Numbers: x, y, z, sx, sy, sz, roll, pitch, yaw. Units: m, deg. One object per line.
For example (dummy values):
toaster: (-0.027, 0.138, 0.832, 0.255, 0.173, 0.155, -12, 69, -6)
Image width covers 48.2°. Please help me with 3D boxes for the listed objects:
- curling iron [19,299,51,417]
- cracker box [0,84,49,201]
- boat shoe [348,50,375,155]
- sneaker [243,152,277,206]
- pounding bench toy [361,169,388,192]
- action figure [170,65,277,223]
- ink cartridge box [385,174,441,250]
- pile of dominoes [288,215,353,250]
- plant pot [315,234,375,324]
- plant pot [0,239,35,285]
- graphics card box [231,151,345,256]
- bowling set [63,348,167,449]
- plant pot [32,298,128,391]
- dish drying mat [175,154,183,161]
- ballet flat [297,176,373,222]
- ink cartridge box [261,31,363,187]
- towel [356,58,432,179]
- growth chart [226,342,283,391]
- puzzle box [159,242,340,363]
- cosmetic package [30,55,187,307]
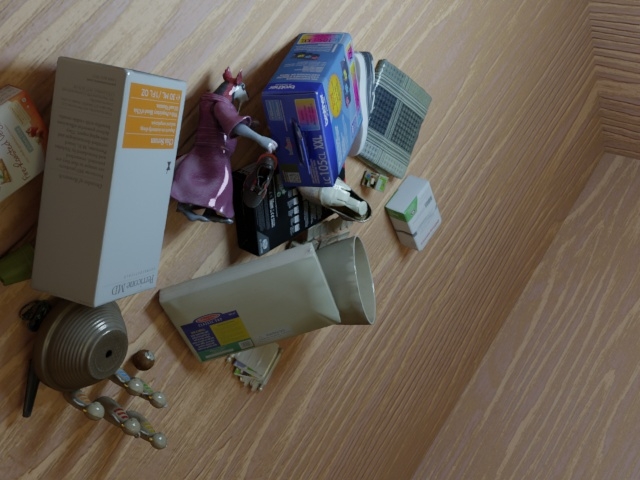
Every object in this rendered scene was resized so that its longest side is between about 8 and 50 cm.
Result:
curling iron: (-0.626, 0.255, 1.551, 0.068, 0.035, 0.274, -3, 110, -46)
cracker box: (-0.616, -0.158, 1.323, 0.232, 0.067, 0.156, -45, 138, -27)
boat shoe: (0.114, -0.400, 2.091, 0.102, 0.108, 0.302, -20, 116, -43)
sneaker: (-0.155, -0.140, 1.756, 0.065, 0.061, 0.158, -84, -164, -55)
pounding bench toy: (0.163, -0.193, 2.282, 0.083, 0.065, 0.052, 12, 99, -53)
action figure: (-0.257, -0.228, 1.684, 0.275, 0.248, 0.371, 7, 92, -17)
ink cartridge box: (0.331, -0.094, 2.519, 0.160, 0.092, 0.219, -51, 141, -21)
pile of dominoes: (0.000, 0.000, 2.187, 0.251, 0.040, 0.196, -20, 142, -48)
plant pot: (-0.002, 0.134, 2.055, 0.256, 0.273, 0.257, -10, 90, -76)
plant pot: (-0.610, 0.053, 1.441, 0.079, 0.083, 0.083, -28, 129, -25)
graphics card box: (-0.079, -0.136, 1.987, 0.370, 0.094, 0.233, -33, 132, -39)
bowling set: (-0.451, 0.367, 1.726, 0.200, 0.154, 0.287, -60, 143, -10)
plant pot: (-0.510, 0.236, 1.592, 0.237, 0.109, 0.238, -39, 139, -46)
dish drying mat: (-0.341, -0.163, 1.716, 0.032, 0.008, 0.083, -25, 127, -44)
ballet flat: (0.054, -0.125, 1.992, 0.316, 0.106, 0.108, 23, 90, -54)
ink cartridge box: (-0.018, -0.316, 1.802, 0.396, 0.151, 0.270, -65, 151, -46)
towel: (0.220, -0.378, 2.285, 0.324, 0.056, 0.313, 22, 87, -51)
growth chart: (-0.195, 0.353, 2.151, 0.172, 0.021, 0.237, -55, 142, -16)
puzzle box: (-0.175, 0.169, 1.846, 0.408, 0.052, 0.272, -16, 133, 4)
cosmetic package: (-0.422, -0.118, 1.439, 0.230, 0.161, 0.454, -21, 124, -70)
